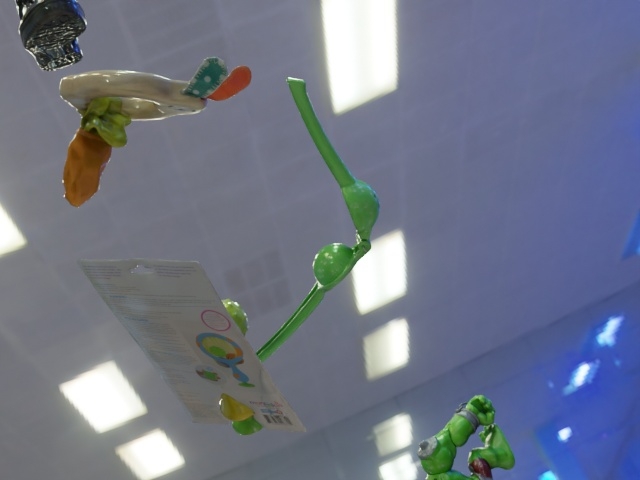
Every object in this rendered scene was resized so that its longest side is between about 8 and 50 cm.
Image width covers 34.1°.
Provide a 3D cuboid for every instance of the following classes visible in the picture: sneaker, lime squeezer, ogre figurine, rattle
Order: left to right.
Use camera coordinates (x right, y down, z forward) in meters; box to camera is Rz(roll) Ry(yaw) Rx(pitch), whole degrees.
[{"bbox_3d":[-0.223,-0.192,0.839,0.051,0.089,0.170,-17,-2,-13],"label":"sneaker"},{"bbox_3d":[-0.178,-0.117,1.117,0.199,0.143,0.130,3,-24,7],"label":"rattle"},{"bbox_3d":[0.000,0.000,1.041,0.110,0.059,0.310,2,-68,-22],"label":"lime squeezer"},{"bbox_3d":[0.178,0.296,1.255,0.118,0.197,0.097,-8,13,-28],"label":"ogre figurine"}]

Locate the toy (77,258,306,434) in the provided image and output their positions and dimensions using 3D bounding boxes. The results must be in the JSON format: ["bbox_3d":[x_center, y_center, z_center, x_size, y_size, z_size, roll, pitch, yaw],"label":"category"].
[{"bbox_3d":[-0.107,0.087,0.968,0.137,0.056,0.237,-1,-48,30],"label":"toy"}]
